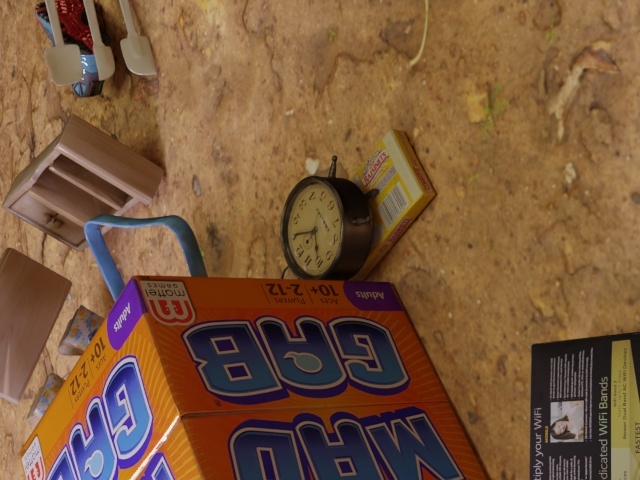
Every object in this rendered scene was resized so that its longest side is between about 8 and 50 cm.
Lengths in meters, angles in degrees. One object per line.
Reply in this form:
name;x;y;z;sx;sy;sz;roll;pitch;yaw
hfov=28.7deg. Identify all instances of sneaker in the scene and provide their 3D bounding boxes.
sneaker;-0.427;-0.327;2.140;0.262;0.104;0.125;-121;30;-52

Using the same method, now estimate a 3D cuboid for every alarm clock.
alarm clock;0.000;0.000;1.534;0.192;0.064;0.129;-52;50;34

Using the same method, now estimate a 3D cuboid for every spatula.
spatula;-0.370;-0.347;2.030;0.019;0.168;0.242;95;160;-55

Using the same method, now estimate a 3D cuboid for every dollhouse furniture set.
dollhouse furniture set;-0.428;0.045;1.927;0.256;0.362;0.394;-32;33;50

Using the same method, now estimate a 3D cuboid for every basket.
basket;-0.212;0.099;1.717;0.255;0.201;0.288;5;122;53

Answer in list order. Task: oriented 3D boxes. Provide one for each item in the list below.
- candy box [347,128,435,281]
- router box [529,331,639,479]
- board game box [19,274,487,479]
candy box;0.058;-0.029;1.535;0.206;0.027;0.105;-52;46;38
router box;0.300;0.237;1.121;0.243;0.081;0.308;-12;71;52
board game box;-0.079;0.287;1.420;0.356;0.357;0.356;-53;48;37
